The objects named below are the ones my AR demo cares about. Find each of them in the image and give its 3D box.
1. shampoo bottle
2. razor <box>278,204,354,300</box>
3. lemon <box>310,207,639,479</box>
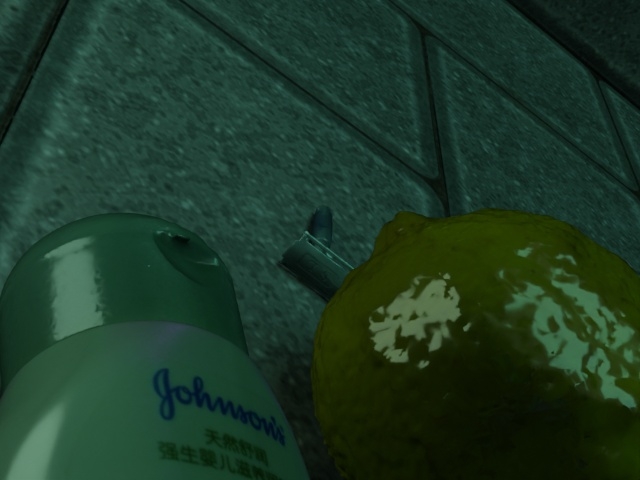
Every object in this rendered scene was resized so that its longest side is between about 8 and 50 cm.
[{"bbox_3d":[-0.095,0.130,0.668,0.222,0.151,0.349,26,31,-36],"label":"shampoo bottle"},{"bbox_3d":[0.000,0.000,1.148,0.068,0.040,0.135,39,19,-14],"label":"razor"},{"bbox_3d":[0.138,0.120,0.912,0.322,0.268,0.268,52,27,15],"label":"lemon"}]
